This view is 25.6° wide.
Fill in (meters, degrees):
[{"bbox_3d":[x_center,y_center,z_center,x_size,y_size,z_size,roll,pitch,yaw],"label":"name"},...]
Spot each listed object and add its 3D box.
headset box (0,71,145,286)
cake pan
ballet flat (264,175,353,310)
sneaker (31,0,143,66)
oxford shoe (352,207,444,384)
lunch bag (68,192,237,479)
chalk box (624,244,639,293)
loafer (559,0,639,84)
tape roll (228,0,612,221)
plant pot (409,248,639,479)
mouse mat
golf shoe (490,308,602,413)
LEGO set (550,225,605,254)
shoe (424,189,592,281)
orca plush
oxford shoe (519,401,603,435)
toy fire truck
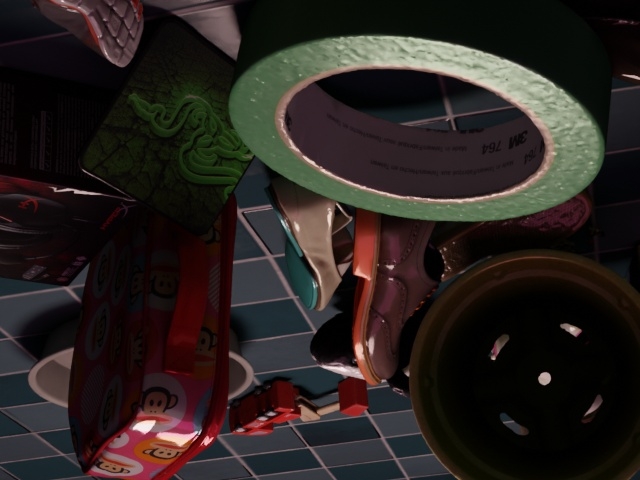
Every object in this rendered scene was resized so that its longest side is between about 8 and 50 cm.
[{"bbox_3d":[-0.335,-0.062,1.296,0.293,0.110,0.218,10,152,-28],"label":"headset box"},{"bbox_3d":[-0.234,0.160,1.846,0.293,0.054,0.293,-3,155,-2],"label":"cake pan"},{"bbox_3d":[0.000,0.000,1.525,0.086,0.086,0.248,-6,153,4],"label":"ballet flat"},{"bbox_3d":[-0.196,-0.195,1.124,0.064,0.061,0.158,15,162,26],"label":"sneaker"},{"bbox_3d":[0.085,0.059,1.528,0.098,0.097,0.271,2,134,3],"label":"oxford shoe"},{"bbox_3d":[-0.163,0.079,1.412,0.120,0.293,0.258,12,151,-21],"label":"lunch bag"},{"bbox_3d":[0.471,0.133,1.750,0.179,0.180,0.289,-5,156,2],"label":"chalk box"},{"bbox_3d":[0.261,-0.171,1.189,0.220,0.078,0.080,-6,155,5],"label":"loafer"},{"bbox_3d":[0.085,-0.118,1.202,0.321,0.077,0.321,8,156,4],"label":"tape roll"},{"bbox_3d":[0.252,0.158,1.604,0.276,0.276,0.254,-8,172,9],"label":"plant pot"},{"bbox_3d":[-0.119,-0.096,1.252,0.007,0.153,0.189,31,179,37],"label":"mouse mat"},{"bbox_3d":[0.333,0.156,1.855,0.140,0.115,0.306,-22,150,23],"label":"golf shoe"},{"bbox_3d":[0.289,0.003,1.636,0.083,0.023,0.054,-27,151,15],"label":"LEGO set"},{"bbox_3d":[0.193,-0.020,1.539,0.219,0.058,0.076,-22,126,26],"label":"shoe"},{"bbox_3d":[0.118,0.118,1.760,0.287,0.151,0.102,16,117,-31],"label":"orca plush"},{"bbox_3d":[0.476,0.226,2.032,0.397,0.146,0.140,-18,126,-5],"label":"oxford shoe"},{"bbox_3d":[-0.034,0.244,2.059,0.135,0.047,0.192,12,151,-32],"label":"toy fire truck"}]
